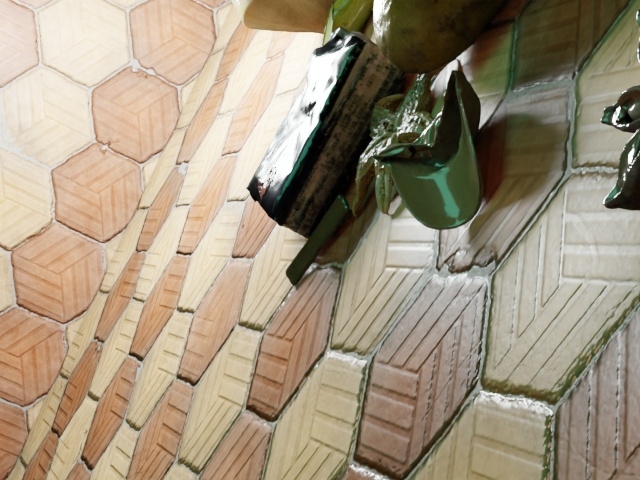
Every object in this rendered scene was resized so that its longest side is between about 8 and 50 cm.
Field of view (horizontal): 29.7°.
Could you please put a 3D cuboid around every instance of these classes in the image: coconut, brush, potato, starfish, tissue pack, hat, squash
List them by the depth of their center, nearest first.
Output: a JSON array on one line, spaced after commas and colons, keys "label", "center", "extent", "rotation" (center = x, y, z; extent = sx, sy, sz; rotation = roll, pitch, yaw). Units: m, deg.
[{"label": "hat", "center": [0.171, -0.102, 1.523], "extent": [0.166, 0.144, 0.173], "rotation": [-45, 69, 37]}, {"label": "potato", "center": [0.170, -0.359, 1.674], "extent": [0.229, 0.229, 0.266], "rotation": [-101, 27, -61]}, {"label": "starfish", "center": [0.117, -0.145, 1.738], "extent": [0.277, 0.062, 0.236], "rotation": [-54, 25, 12]}, {"label": "brush", "center": [0.000, 0.000, 1.869], "extent": [0.034, 0.027, 0.190], "rotation": [58, 133, 26]}, {"label": "tissue pack", "center": [0.000, -0.184, 1.967], "extent": [0.332, 0.123, 0.245], "rotation": [-60, 21, 8]}, {"label": "squash", "center": [0.052, -0.418, 2.218], "extent": [0.200, 0.075, 0.090], "rotation": [-59, -7, 7]}, {"label": "coconut", "center": [-0.049, -0.539, 2.365], "extent": [0.329, 0.329, 0.329], "rotation": [-52, 22, 30]}]

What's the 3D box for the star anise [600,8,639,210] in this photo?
[{"label": "star anise", "center": [0.332, -0.116, 1.030], "extent": [0.223, 0.109, 0.236], "rotation": [-96, 19, -71]}]
